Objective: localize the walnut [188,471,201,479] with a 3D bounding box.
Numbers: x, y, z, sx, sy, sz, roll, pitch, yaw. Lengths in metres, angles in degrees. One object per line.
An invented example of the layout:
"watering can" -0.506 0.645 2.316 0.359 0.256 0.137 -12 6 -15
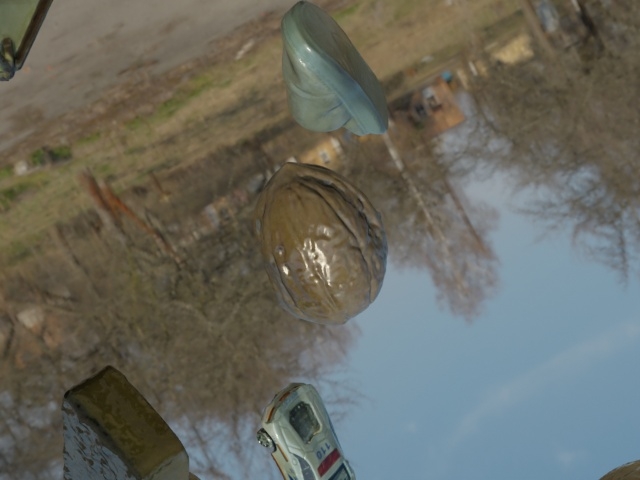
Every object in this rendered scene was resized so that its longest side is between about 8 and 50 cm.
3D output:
"walnut" -0.180 0.421 1.077 0.277 0.282 0.253 -56 -166 30

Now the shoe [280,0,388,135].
"shoe" 0.002 -0.184 1.046 0.100 0.103 0.251 -23 155 20

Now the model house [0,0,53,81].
"model house" -0.397 -0.216 0.941 0.218 0.278 0.205 7 -165 36

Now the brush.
"brush" -0.181 0.217 0.801 0.059 0.123 0.197 -26 144 -39

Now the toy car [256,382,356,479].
"toy car" -0.009 0.273 1.117 0.056 0.205 0.095 -5 -154 45

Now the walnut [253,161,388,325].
"walnut" -0.002 0.000 1.149 0.178 0.230 0.178 -18 -154 9

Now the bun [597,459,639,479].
"bun" 0.297 0.344 0.870 0.168 0.273 0.273 12 -165 10
